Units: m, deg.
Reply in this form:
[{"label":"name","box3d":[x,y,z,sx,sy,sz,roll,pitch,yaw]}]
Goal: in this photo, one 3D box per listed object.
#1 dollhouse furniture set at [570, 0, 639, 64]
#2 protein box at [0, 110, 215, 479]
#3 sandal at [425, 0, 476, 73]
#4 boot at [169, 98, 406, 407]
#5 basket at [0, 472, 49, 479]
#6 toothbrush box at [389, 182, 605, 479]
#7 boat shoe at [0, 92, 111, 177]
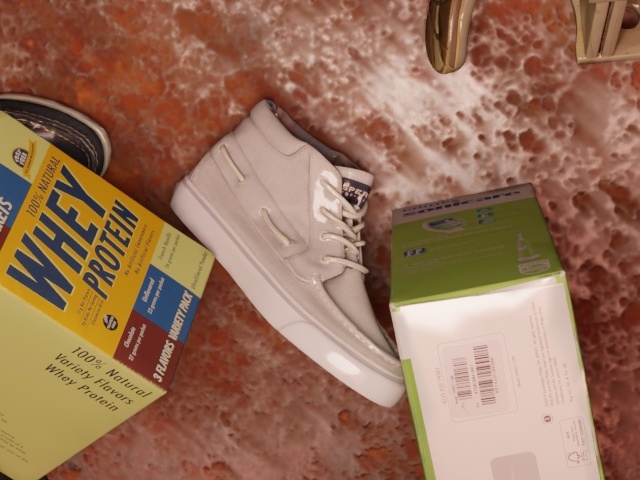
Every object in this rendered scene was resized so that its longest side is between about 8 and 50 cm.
[{"label":"dollhouse furniture set","box3d":[0.248,-0.243,1.249,0.129,0.129,0.183,-4,74,3]},{"label":"protein box","box3d":[-0.227,0.048,1.255,0.200,0.136,0.201,35,136,-20]},{"label":"sandal","box3d":[0.117,-0.212,1.274,0.049,0.072,0.180,3,106,-14]},{"label":"boot","box3d":[0.000,0.000,1.270,0.123,0.095,0.258,-50,63,9]},{"label":"basket","box3d":[-0.288,0.255,1.324,0.204,0.227,0.154,19,104,-1]},{"label":"toothbrush box","box3d":[0.127,0.093,1.236,0.122,0.283,0.206,-11,104,6]},{"label":"boat shoe","box3d":[-0.293,-0.074,1.318,0.255,0.079,0.095,10,104,0]}]
